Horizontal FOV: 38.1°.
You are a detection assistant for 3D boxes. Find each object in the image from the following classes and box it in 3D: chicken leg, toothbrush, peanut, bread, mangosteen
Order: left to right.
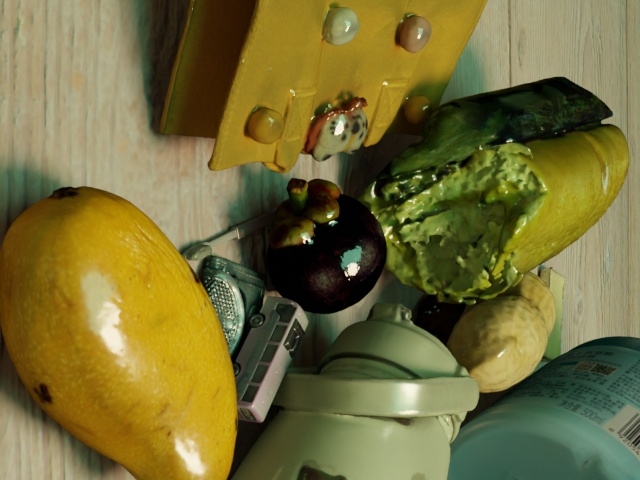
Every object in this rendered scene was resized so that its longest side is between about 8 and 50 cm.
[{"bbox_3d":[-0.075,-0.014,0.964,0.194,0.017,0.014,-30,118,-50],"label":"toothbrush"},{"bbox_3d":[0.000,0.000,0.964,0.137,0.137,0.151,-55,130,-36],"label":"mangosteen"},{"bbox_3d":[0.162,0.120,1.237,0.253,0.051,0.106,9,87,-49],"label":"chicken leg"},{"bbox_3d":[0.220,0.111,1.152,0.111,0.125,0.274,62,25,0],"label":"peanut"},{"bbox_3d":[0.236,-0.066,1.165,0.208,0.251,0.376,50,38,12],"label":"bread"},{"bbox_3d":[0.375,0.124,1.521,0.068,0.028,0.154,22,72,-50],"label":"bread"}]

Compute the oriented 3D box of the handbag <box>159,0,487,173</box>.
[{"bbox_3d":[0.032,-0.215,0.951,0.401,0.133,0.283,-15,132,-52],"label":"handbag"}]

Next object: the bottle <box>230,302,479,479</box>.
[{"bbox_3d":[0.038,0.215,0.951,0.352,0.229,0.229,-57,131,-35],"label":"bottle"}]

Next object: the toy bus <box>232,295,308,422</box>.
[{"bbox_3d":[-0.055,0.116,0.918,0.131,0.052,0.037,-64,144,-33],"label":"toy bus"}]

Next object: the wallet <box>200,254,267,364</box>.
[{"bbox_3d":[-0.093,0.086,0.930,0.088,0.026,0.129,26,69,-49],"label":"wallet"}]

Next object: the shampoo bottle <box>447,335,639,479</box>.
[{"bbox_3d":[0.371,0.333,1.271,0.342,0.331,0.331,-17,103,-50],"label":"shampoo bottle"}]

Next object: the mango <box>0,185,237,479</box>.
[{"bbox_3d":[-0.163,0.092,0.773,0.177,0.120,0.295,-54,131,-47],"label":"mango"}]
